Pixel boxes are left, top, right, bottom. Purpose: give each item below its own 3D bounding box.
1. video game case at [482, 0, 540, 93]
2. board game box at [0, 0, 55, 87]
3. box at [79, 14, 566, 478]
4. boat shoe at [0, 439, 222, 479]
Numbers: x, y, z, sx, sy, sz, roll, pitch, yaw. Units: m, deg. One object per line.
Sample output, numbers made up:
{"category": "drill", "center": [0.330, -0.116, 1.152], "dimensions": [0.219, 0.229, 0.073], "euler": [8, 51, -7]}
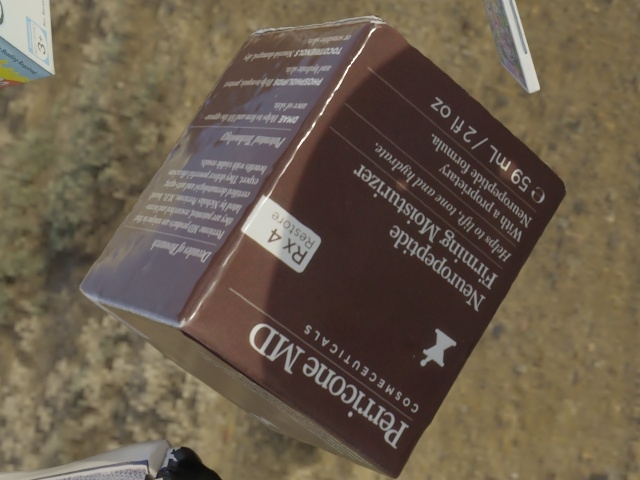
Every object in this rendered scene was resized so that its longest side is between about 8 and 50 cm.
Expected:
{"category": "video game case", "center": [0.142, -0.184, 1.181], "dimensions": [0.087, 0.011, 0.122], "euler": [-111, 0, -65]}
{"category": "board game box", "center": [-0.311, -0.151, 0.857], "dimensions": [0.275, 0.142, 0.144], "euler": [-11, 73, 15]}
{"category": "box", "center": [0.000, 0.000, 0.881], "dimensions": [0.203, 0.168, 0.167], "euler": [-58, 26, -12]}
{"category": "boat shoe", "center": [-0.226, 0.244, 1.025], "dimensions": [0.340, 0.127, 0.158], "euler": [-25, 17, 31]}
